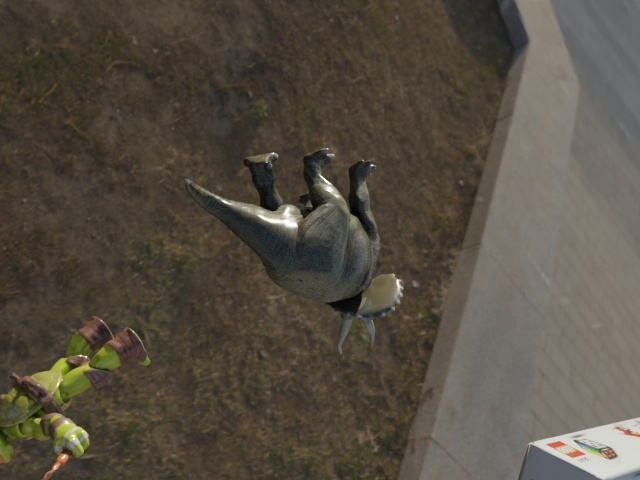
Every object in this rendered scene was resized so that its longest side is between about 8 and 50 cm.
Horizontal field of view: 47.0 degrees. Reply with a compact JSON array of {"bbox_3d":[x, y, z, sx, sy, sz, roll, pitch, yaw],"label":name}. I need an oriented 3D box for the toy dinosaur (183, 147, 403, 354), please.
[{"bbox_3d":[0.000,0.000,0.712,0.313,0.120,0.160,31,42,-60],"label":"toy dinosaur"}]

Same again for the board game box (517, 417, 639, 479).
[{"bbox_3d":[0.221,0.223,0.522,0.305,0.053,0.193,5,101,-44],"label":"board game box"}]

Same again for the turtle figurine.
[{"bbox_3d":[-0.316,0.178,0.836,0.217,0.269,0.087,-45,114,-35],"label":"turtle figurine"}]
